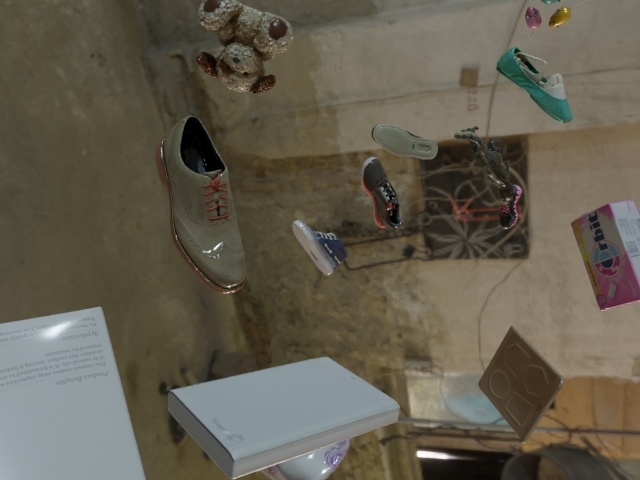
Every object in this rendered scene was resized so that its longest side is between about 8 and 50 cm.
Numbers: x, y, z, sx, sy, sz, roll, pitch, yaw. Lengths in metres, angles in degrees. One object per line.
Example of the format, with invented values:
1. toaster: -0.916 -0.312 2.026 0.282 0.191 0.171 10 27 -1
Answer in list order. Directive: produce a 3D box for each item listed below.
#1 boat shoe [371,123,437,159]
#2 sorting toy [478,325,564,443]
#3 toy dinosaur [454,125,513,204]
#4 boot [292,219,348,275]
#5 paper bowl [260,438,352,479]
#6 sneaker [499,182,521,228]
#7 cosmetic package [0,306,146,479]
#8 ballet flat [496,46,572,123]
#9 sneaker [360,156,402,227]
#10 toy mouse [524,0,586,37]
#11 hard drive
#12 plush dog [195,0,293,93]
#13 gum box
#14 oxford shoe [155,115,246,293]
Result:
1. boat shoe: 0.246 -0.298 1.775 0.232 0.079 0.084 12 98 -29
2. sorting toy: 0.473 0.337 1.374 0.208 0.038 0.193 -120 -136 -54
3. toy dinosaur: 0.355 -0.185 1.247 0.268 0.064 0.118 39 38 -38
4. boot: 0.000 0.000 1.559 0.086 0.069 0.190 -43 124 -18
5. paper bowl: -0.059 0.460 1.460 0.284 0.148 0.285 -5 98 -39
6. sneaker: 0.452 -0.088 1.414 0.057 0.047 0.120 27 68 -39
7. cosmetic package: -0.322 0.290 0.664 0.217 0.156 0.385 -6 62 -31
8. ballet flat: 0.554 -0.402 1.469 0.083 0.247 0.087 -27 157 -40
9. sneaker: 0.132 -0.094 1.157 0.061 0.064 0.158 -37 121 -25
10. toy mouse: 0.586 -0.603 1.518 0.143 0.161 0.031 29 43 -26
11. hard drive: -0.054 0.262 0.915 0.307 0.203 0.040 -3 106 -39
12. plush dog: -0.214 -0.529 1.616 0.211 0.262 0.226 -74 -176 -76
13. gum box: 0.540 0.024 1.062 0.107 0.062 0.189 133 -53 -66
14. oxford shoe: -0.221 -0.069 1.102 0.122 0.130 0.349 -19 80 -35
